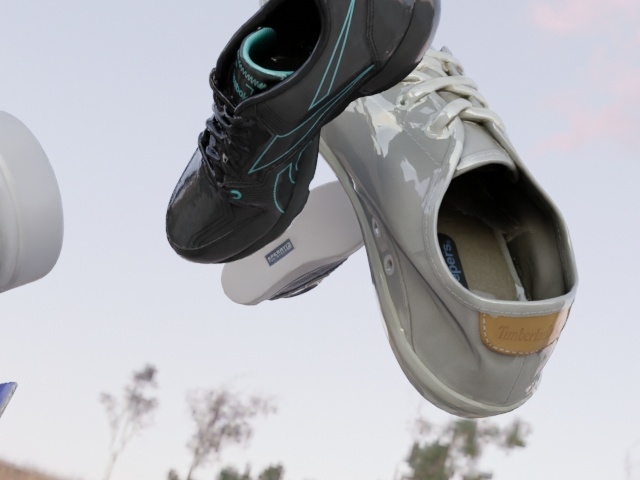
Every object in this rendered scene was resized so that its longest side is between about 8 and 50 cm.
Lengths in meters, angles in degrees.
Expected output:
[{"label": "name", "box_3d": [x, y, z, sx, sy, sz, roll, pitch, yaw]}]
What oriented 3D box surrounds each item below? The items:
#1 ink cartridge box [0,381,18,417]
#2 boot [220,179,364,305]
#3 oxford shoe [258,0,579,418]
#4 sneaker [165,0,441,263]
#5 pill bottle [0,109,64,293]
[{"label": "ink cartridge box", "box_3d": [-0.301, 0.209, 0.671, 0.072, 0.307, 0.303, 30, -22, -22]}, {"label": "boot", "box_3d": [0.000, 0.000, 1.119, 0.190, 0.069, 0.086, -29, -14, 31]}, {"label": "oxford shoe", "box_3d": [0.076, -0.086, 0.940, 0.169, 0.449, 0.130, -4, -32, -29]}, {"label": "sneaker", "box_3d": [-0.040, -0.088, 0.800, 0.106, 0.101, 0.267, 0, -44, -50]}, {"label": "pill bottle", "box_3d": [-0.458, 0.004, 1.163, 0.392, 0.224, 0.224, -21, 6, -43]}]
